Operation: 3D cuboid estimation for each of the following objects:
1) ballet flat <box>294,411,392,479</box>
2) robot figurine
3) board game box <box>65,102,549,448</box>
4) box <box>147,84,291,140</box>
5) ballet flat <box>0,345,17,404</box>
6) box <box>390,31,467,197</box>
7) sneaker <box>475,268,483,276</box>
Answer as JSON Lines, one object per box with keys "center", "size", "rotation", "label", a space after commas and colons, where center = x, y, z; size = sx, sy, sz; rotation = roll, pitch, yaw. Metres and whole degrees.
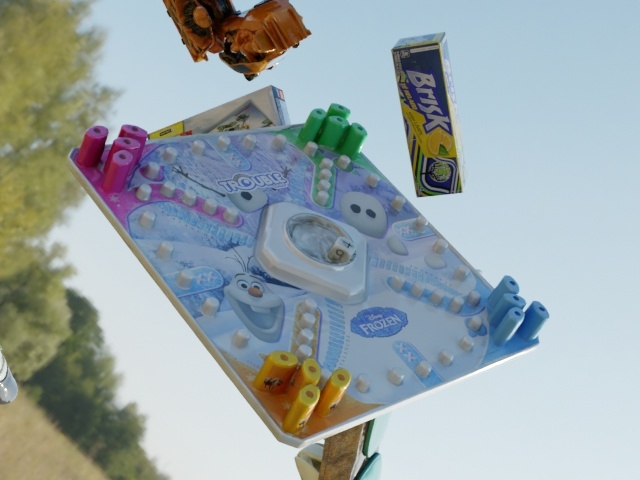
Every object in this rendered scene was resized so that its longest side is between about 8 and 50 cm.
{"center": [0.026, 0.257, 1.302], "size": [0.106, 0.107, 0.316], "rotation": [21, -64, 22], "label": "ballet flat"}
{"center": [-0.119, -0.292, 1.291], "size": [0.211, 0.085, 0.291], "rotation": [63, -20, -15], "label": "robot figurine"}
{"center": [0.000, 0.000, 1.075], "size": [0.390, 0.390, 0.050], "rotation": [48, -51, 26], "label": "board game box"}
{"center": [-0.150, -0.126, 1.632], "size": [0.044, 0.233, 0.159], "rotation": [11, 63, -66], "label": "box"}
{"center": [-0.437, 0.139, 1.269], "size": [0.203, 0.074, 0.074], "rotation": [39, -11, -36], "label": "ballet flat"}
{"center": [0.120, -0.136, 1.135], "size": [0.054, 0.059, 0.169], "rotation": [-6, -69, 16], "label": "box"}
{"center": [0.203, 0.120, 1.667], "size": [0.090, 0.115, 0.232], "rotation": [5, -26, -11], "label": "sneaker"}
